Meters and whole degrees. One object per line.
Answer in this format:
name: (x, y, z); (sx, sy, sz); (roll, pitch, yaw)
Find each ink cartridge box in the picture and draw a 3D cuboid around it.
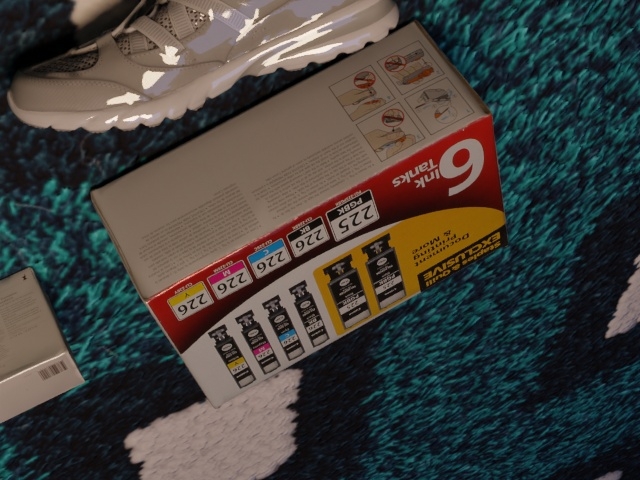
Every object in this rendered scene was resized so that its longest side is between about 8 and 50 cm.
ink cartridge box: (0.000, 0.000, 1.076); (0.310, 0.130, 0.272); (-29, 147, -5)

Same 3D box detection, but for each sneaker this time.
sneaker: (-0.092, -0.160, 0.863); (0.281, 0.105, 0.115); (-22, 111, -8)

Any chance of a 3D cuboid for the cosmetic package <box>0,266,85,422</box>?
cosmetic package: (-0.324, 0.121, 1.003); (0.239, 0.099, 0.060); (-25, 148, -9)
